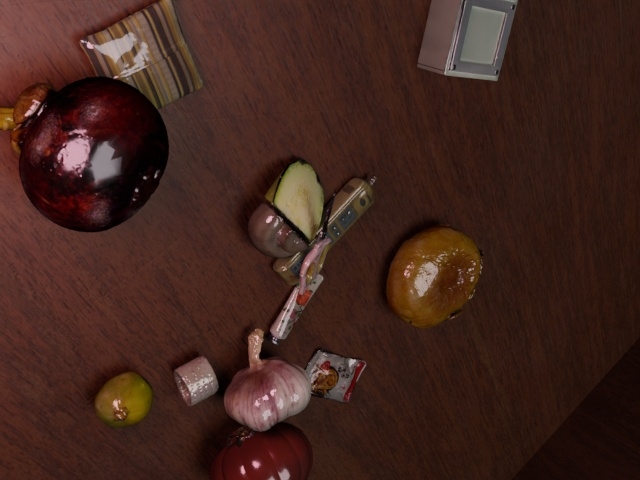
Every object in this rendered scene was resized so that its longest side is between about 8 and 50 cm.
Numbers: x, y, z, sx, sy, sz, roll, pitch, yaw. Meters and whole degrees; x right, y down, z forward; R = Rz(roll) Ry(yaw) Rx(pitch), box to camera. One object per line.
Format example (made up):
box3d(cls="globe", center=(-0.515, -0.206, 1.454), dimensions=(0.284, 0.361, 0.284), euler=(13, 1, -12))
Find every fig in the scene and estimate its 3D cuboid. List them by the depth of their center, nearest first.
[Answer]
box3d(cls="fig", center=(-0.476, 0.389, 1.667), dimensions=(0.153, 0.120, 0.136), euler=(-25, 124, -57))

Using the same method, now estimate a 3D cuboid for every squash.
box3d(cls="squash", center=(-0.073, -0.113, 1.774), dimensions=(0.192, 0.085, 0.184), euler=(47, 49, -40))

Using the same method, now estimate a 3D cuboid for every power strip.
box3d(cls="power strip", center=(0.027, -0.037, 1.890), dimensions=(0.387, 0.066, 0.092), euler=(-48, 136, -9))

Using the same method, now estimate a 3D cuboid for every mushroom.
box3d(cls="mushroom", center=(-0.115, -0.014, 1.739), dimensions=(0.117, 0.141, 0.188), euler=(-41, 141, 10))

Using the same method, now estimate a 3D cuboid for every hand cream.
box3d(cls="hand cream", center=(-0.074, 0.188, 1.943), dimensions=(0.080, 0.050, 0.234), euler=(36, 82, -39))

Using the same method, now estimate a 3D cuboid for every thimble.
box3d(cls="thimble", center=(-0.322, 0.365, 1.790), dimensions=(0.090, 0.102, 0.115), euler=(-26, 156, -27))

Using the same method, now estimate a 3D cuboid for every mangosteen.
box3d(cls="mangosteen", center=(-0.441, -0.167, 1.309), dimensions=(0.297, 0.293, 0.297), euler=(-50, 151, -42))

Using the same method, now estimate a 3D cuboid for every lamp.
box3d(cls="lamp", center=(-0.166, 0.645, 1.950), dimensions=(0.303, 0.257, 0.303), euler=(-28, 167, -7))

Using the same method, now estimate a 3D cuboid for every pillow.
box3d(cls="pillow", center=(-0.359, -0.360, 1.409), dimensions=(0.212, 0.052, 0.208), euler=(-34, 134, -20))

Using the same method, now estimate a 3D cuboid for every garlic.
box3d(cls="garlic", center=(-0.152, 0.365, 1.869), dimensions=(0.245, 0.245, 0.253), euler=(-16, 97, -33))

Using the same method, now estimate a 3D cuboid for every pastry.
box3d(cls="pastry", center=(0.363, 0.116, 2.182), dimensions=(0.355, 0.164, 0.356), euler=(-18, 124, -29))

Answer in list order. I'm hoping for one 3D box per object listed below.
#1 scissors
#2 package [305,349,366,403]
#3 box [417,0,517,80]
box3d(cls="scissors", center=(0.000, 0.000, 1.768), dimensions=(0.160, 0.024, 0.318), euler=(-46, 158, -50))
box3d(cls="package", center=(0.039, 0.428, 2.168), dimensions=(0.239, 0.030, 0.154), euler=(23, 95, -43))
box3d(cls="box", center=(0.405, -0.567, 1.885), dimensions=(0.224, 0.117, 0.225), euler=(-5, 115, -37))
